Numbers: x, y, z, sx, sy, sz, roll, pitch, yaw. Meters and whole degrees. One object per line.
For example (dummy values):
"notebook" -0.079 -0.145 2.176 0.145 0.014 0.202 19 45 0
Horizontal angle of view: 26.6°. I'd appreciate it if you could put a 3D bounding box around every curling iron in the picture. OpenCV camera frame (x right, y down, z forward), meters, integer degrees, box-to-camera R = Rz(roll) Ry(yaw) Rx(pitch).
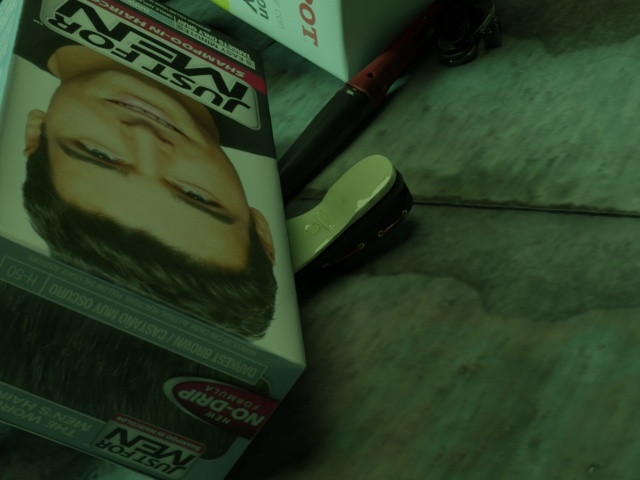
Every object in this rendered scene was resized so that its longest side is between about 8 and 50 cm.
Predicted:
"curling iron" 0.040 -0.108 0.998 0.274 0.035 0.068 -41 37 -27

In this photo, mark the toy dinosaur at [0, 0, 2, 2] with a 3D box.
"toy dinosaur" -0.232 -0.326 1.382 0.322 0.164 0.218 -43 16 7

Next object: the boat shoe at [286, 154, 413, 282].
"boat shoe" 0.001 0.001 0.863 0.133 0.042 0.049 -37 43 2

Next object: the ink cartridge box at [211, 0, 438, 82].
"ink cartridge box" -0.069 -0.340 1.067 0.384 0.279 0.160 34 60 29

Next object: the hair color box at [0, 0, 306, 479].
"hair color box" -0.127 -0.034 0.830 0.113 0.185 0.374 -54 24 25
